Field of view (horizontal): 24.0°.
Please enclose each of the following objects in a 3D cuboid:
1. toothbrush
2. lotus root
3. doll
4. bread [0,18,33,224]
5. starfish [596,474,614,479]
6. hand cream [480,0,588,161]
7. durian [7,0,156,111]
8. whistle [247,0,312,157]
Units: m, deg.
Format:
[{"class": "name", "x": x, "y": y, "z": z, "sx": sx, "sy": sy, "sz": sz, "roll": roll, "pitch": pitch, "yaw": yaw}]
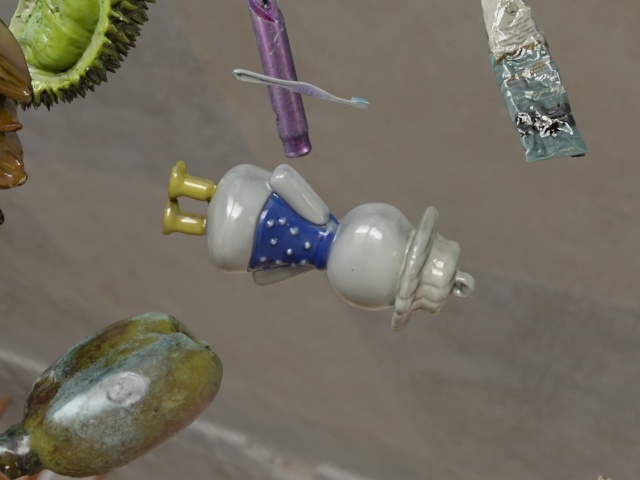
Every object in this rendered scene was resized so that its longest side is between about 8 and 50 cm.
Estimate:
[{"class": "toothbrush", "x": -0.016, "y": -0.133, "z": 1.326, "sx": 0.131, "sy": 0.013, "sz": 0.011, "roll": 11, "pitch": 121, "yaw": -22}, {"class": "lotus root", "x": -0.171, "y": 0.129, "z": 1.191, "sx": 0.113, "sy": 0.192, "sz": 0.088, "roll": 44, "pitch": 161, "yaw": 46}, {"class": "doll", "x": 0.000, "y": 0.000, "z": 1.365, "sx": 0.293, "sy": 0.119, "sz": 0.138, "roll": 16, "pitch": 126, "yaw": 6}, {"class": "bread", "x": -0.358, "y": -0.173, "z": 1.199, "sx": 0.277, "sy": 0.324, "sz": 0.167, "roll": 21, "pitch": 127, "yaw": -43}, {"class": "starfish", "x": 0.345, "y": 0.370, "z": 1.619, "sx": 0.227, "sy": 0.043, "sz": 0.240, "roll": -3, "pitch": 106, "yaw": 46}, {"class": "hand cream", "x": 0.241, "y": -0.200, "z": 1.763, "sx": 0.075, "sy": 0.248, "sz": 0.052, "roll": -17, "pitch": 157, "yaw": 4}, {"class": "durian", "x": -0.301, "y": -0.282, "z": 1.842, "sx": 0.169, "sy": 0.158, "sz": 0.352, "roll": 32, "pitch": 133, "yaw": -7}, {"class": "whistle", "x": -0.040, "y": -0.164, "z": 1.491, "sx": 0.033, "sy": 0.033, "sz": 0.176, "roll": 10, "pitch": 122, "yaw": 42}]
